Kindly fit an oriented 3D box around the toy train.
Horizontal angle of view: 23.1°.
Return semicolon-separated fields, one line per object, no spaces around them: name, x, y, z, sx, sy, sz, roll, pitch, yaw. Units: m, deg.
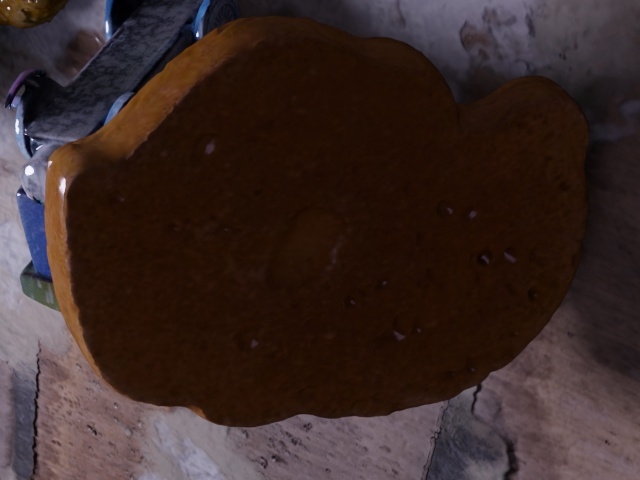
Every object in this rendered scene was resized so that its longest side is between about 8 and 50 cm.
toy train;-0.149;-0.087;1.318;0.131;0.300;0.202;11;131;21

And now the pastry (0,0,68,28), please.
pastry;-0.288;-0.265;1.432;0.153;0.081;0.153;11;123;17

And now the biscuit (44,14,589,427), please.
biscuit;0.000;0.000;1.238;0.455;0.078;0.350;11;112;-27
